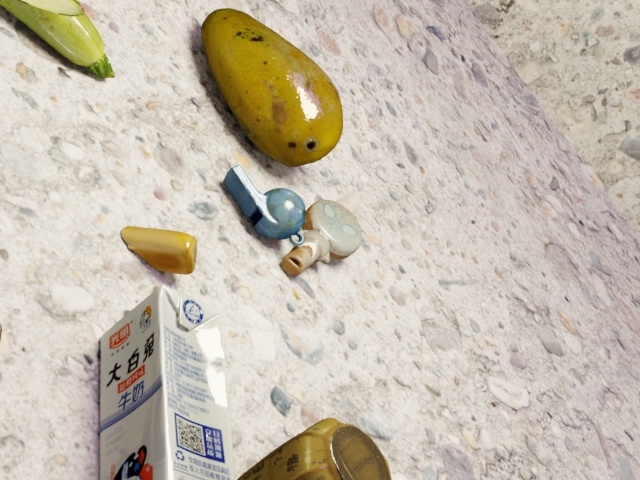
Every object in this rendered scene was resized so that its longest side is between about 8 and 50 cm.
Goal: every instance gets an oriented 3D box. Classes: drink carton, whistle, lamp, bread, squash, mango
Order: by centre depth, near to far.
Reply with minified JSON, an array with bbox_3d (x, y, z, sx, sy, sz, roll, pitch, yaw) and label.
[{"bbox_3d":[-0.179,0.217,1.346,0.107,0.131,0.314,30,36,-36],"label":"drink carton"},{"bbox_3d":[-0.011,0.315,1.418,0.161,0.185,0.161,37,31,-27],"label":"lamp"},{"bbox_3d":[-0.218,0.012,1.597,0.049,0.103,0.062,-68,160,-45],"label":"bread"},{"bbox_3d":[-0.368,-0.311,1.699,0.200,0.075,0.090,40,7,-23],"label":"squash"},{"bbox_3d":[-0.075,-0.057,1.822,0.158,0.090,0.090,56,30,9],"label":"whistle"},{"bbox_3d":[0.000,0.000,1.895,0.107,0.057,0.220,46,35,1],"label":"whistle"},{"bbox_3d":[-0.086,-0.272,1.962,0.329,0.176,0.176,57,-14,8],"label":"mango"}]

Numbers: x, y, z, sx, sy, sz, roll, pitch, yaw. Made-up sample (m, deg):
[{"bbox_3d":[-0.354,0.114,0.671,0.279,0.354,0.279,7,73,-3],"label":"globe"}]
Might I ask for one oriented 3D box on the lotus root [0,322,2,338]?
[{"bbox_3d":[-0.397,0.113,1.218,0.112,0.081,0.122,29,36,-22],"label":"lotus root"}]
